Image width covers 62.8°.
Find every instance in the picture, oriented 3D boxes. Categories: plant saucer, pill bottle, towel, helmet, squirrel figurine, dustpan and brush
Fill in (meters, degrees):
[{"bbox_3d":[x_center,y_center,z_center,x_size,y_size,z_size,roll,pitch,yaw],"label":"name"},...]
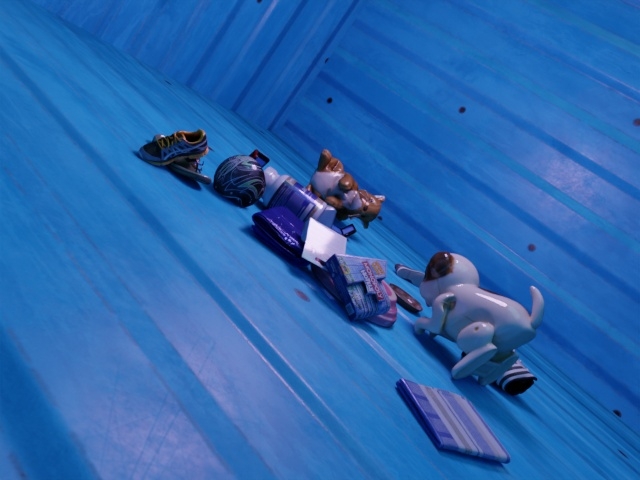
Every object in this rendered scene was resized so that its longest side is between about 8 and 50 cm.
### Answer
[{"bbox_3d":[0.333,0.233,2.088,0.168,0.029,0.168,34,13,-9],"label":"plant saucer"},{"bbox_3d":[-0.120,-0.151,1.970,0.264,0.153,0.153,36,12,1],"label":"pill bottle"},{"bbox_3d":[0.127,0.143,1.715,0.332,0.084,0.332,34,12,-8],"label":"plant saucer"},{"bbox_3d":[-0.103,-0.013,1.707,0.227,0.076,0.308,42,13,2],"label":"towel"},{"bbox_3d":[-0.274,-0.208,1.772,0.169,0.169,0.161,44,-3,32],"label":"helmet"},{"bbox_3d":[0.319,0.436,1.261,0.285,0.034,0.209,26,18,-35],"label":"towel"},{"bbox_3d":[0.132,-0.225,2.616,0.370,0.281,0.397,28,2,7],"label":"squirrel figurine"},{"bbox_3d":[-0.056,-0.094,2.090,0.211,0.147,0.060,4,42,-16],"label":"dustpan and brush"}]

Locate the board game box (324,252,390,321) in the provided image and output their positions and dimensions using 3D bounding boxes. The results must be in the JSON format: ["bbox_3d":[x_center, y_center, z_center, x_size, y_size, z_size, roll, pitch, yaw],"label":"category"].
[{"bbox_3d":[0.135,0.125,1.546,0.194,0.060,0.194,-7,63,-39],"label":"board game box"}]

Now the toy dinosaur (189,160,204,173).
[{"bbox_3d":[-0.441,-0.268,1.792,0.082,0.047,0.090,15,28,-12],"label":"toy dinosaur"}]

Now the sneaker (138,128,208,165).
[{"bbox_3d":[-0.440,-0.289,1.578,0.215,0.083,0.084,-19,63,-30],"label":"sneaker"}]

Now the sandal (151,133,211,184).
[{"bbox_3d":[-0.447,-0.277,1.682,0.303,0.086,0.120,44,14,32],"label":"sandal"}]

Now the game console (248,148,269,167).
[{"bbox_3d":[-0.273,-0.278,2.057,0.085,0.144,0.124,43,15,-24],"label":"game console"}]

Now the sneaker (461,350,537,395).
[{"bbox_3d":[0.699,0.462,2.028,0.257,0.169,0.447,49,22,14],"label":"sneaker"}]

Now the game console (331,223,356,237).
[{"bbox_3d":[0.104,-0.063,2.480,0.071,0.107,0.122,63,4,-19],"label":"game console"}]

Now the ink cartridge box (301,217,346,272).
[{"bbox_3d":[0.006,0.030,1.601,0.145,0.045,0.179,30,43,-17],"label":"ink cartridge box"}]

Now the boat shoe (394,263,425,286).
[{"bbox_3d":[0.444,0.163,2.566,0.206,0.075,0.065,24,20,-31],"label":"boat shoe"}]

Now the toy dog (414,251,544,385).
[{"bbox_3d":[0.488,0.218,1.758,0.284,0.395,0.408,13,33,-42],"label":"toy dog"}]
